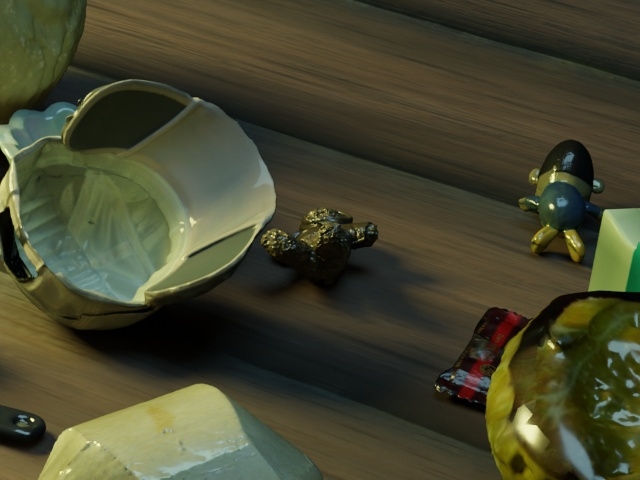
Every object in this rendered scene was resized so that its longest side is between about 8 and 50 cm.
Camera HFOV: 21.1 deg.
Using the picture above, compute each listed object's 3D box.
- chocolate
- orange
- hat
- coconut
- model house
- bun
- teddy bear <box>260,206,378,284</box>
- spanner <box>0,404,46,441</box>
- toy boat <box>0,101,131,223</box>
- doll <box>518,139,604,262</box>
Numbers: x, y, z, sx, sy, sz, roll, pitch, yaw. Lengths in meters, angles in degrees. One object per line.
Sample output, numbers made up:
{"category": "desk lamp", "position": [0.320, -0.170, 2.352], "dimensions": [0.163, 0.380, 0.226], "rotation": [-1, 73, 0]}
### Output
{"category": "chocolate", "position": [0.178, 0.117, 1.724], "dimensions": [0.086, 0.028, 0.182], "rotation": [21, 29, 18]}
{"category": "orange", "position": [0.310, 0.195, 1.420], "dimensions": [0.369, 0.210, 0.271], "rotation": [19, 37, 17]}
{"category": "hat", "position": [-0.182, -0.026, 1.699], "dimensions": [0.275, 0.161, 0.232], "rotation": [-28, 80, -4]}
{"category": "coconut", "position": [-0.100, 0.212, 1.302], "dimensions": [0.222, 0.202, 0.202], "rotation": [-13, 35, -31]}
{"category": "model house", "position": [0.358, 0.047, 1.794], "dimensions": [0.100, 0.127, 0.149], "rotation": [-1, 26, -16]}
{"category": "bun", "position": [-0.444, -0.233, 1.992], "dimensions": [0.349, 0.227, 0.352], "rotation": [1, 24, 41]}
{"category": "teddy bear", "position": [0.001, 0.009, 1.840], "dimensions": [0.119, 0.078, 0.160], "rotation": [-10, 8, 13]}
{"category": "spanner", "position": [-0.394, 0.130, 1.563], "dimensions": [0.316, 0.024, 0.087], "rotation": [14, 23, 12]}
{"category": "toy boat", "position": [-0.222, -0.060, 1.875], "dimensions": [0.290, 0.100, 0.199], "rotation": [22, 32, 27]}
{"category": "doll", "position": [0.284, -0.046, 2.004], "dimensions": [0.102, 0.089, 0.179], "rotation": [12, 52, 9]}
